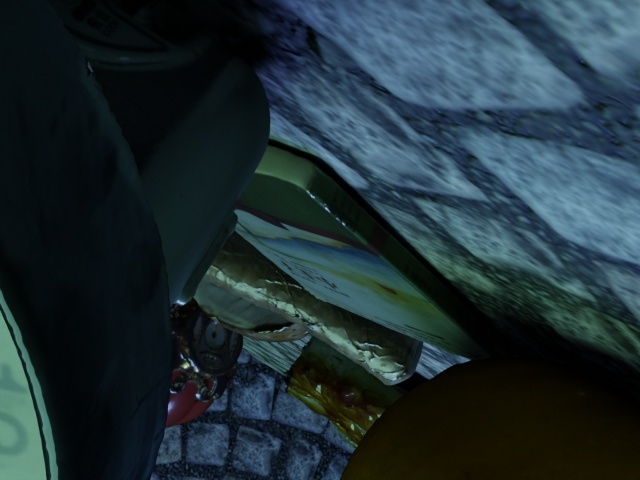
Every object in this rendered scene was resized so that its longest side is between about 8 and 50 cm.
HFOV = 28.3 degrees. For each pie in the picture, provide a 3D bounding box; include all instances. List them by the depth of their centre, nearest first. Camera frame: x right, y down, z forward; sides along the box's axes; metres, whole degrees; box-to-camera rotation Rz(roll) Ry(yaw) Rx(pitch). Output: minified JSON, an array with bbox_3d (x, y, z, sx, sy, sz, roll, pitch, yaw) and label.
[{"bbox_3d":[0.090,0.223,1.559,0.288,0.103,0.354,31,167,7],"label":"pie"}]

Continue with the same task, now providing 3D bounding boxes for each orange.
[{"bbox_3d":[0.127,0.202,0.850,0.274,0.274,0.310,36,-176,-25],"label":"orange"}]

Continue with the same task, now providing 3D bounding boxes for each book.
[{"bbox_3d":[0.000,0.000,0.880,0.201,0.026,0.289,20,165,41],"label":"book"}]

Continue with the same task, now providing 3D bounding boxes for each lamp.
[{"bbox_3d":[-0.196,0.106,1.476,0.227,0.227,0.227,31,171,5],"label":"lamp"}]

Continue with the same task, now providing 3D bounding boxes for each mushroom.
[{"bbox_3d":[-0.068,0.067,1.337,0.210,0.072,0.094,23,176,43],"label":"mushroom"}]

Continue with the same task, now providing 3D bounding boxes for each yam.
[{"bbox_3d":[-0.046,0.031,1.090,0.300,0.066,0.066,29,171,13],"label":"yam"}]

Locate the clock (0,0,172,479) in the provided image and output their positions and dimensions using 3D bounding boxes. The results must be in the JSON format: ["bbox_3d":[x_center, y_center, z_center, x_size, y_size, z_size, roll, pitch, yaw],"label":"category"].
[{"bbox_3d":[-0.239,0.020,0.405,0.386,0.386,0.076,33,-146,-7],"label":"clock"}]

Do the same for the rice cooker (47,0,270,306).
[{"bbox_3d":[-0.190,-0.029,0.578,0.277,0.288,0.288,34,171,-5],"label":"rice cooker"}]
